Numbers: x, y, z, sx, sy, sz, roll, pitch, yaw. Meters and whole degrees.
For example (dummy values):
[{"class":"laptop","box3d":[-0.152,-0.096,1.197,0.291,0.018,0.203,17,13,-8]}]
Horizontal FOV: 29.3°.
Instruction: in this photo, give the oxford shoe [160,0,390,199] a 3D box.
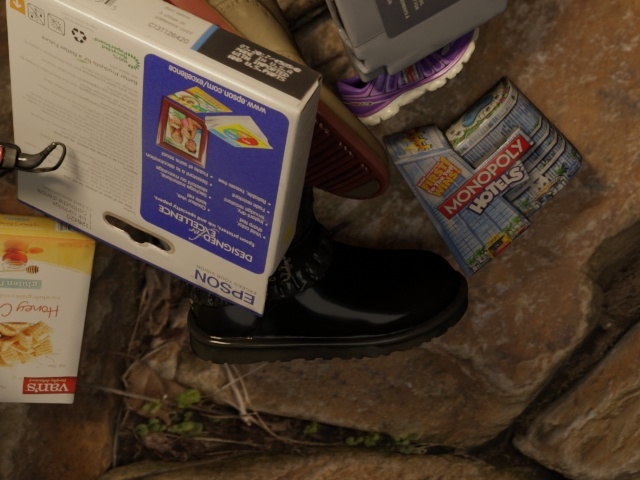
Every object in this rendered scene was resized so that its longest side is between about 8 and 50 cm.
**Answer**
[{"class":"oxford shoe","box3d":[-0.048,-0.179,1.195,0.348,0.130,0.123,42,144,-21]}]

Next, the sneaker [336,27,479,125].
[{"class":"sneaker","box3d":[0.092,-0.189,1.296,0.170,0.068,0.071,-35,119,11]}]

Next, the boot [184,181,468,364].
[{"class":"boot","box3d":[0.000,0.002,1.363,0.348,0.131,0.260,-8,125,-8]}]

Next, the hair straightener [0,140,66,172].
[{"class":"hair straightener","box3d":[-0.361,-0.097,1.221,0.230,0.089,0.047,4,91,7]}]

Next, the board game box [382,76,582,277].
[{"class":"board game box","box3d":[0.174,-0.081,1.394,0.194,0.060,0.194,-42,124,16]}]

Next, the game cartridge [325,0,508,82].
[{"class":"game cartridge","box3d":[0.082,-0.302,1.158,0.198,0.062,0.297,-33,139,-7]}]

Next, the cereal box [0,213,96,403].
[{"class":"cereal box","box3d":[-0.352,0.081,1.378,0.173,0.047,0.240,3,123,-16]}]

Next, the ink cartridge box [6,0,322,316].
[{"class":"ink cartridge box","box3d":[-0.159,-0.096,1.183,0.303,0.072,0.307,25,143,9]}]
